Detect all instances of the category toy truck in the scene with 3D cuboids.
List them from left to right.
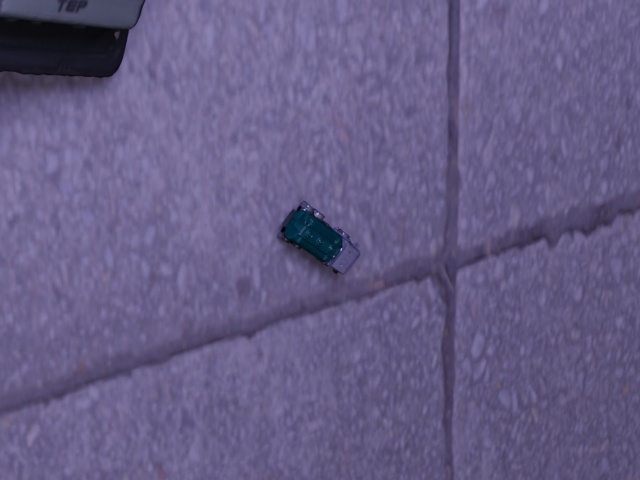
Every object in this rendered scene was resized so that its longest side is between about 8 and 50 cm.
[{"bbox_3d":[0.000,0.000,1.188,0.083,0.044,0.039,35,95,-39],"label":"toy truck"}]

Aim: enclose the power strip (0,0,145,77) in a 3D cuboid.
[{"bbox_3d":[-0.172,-0.225,0.876,0.257,0.092,0.251,-11,125,-61],"label":"power strip"}]
